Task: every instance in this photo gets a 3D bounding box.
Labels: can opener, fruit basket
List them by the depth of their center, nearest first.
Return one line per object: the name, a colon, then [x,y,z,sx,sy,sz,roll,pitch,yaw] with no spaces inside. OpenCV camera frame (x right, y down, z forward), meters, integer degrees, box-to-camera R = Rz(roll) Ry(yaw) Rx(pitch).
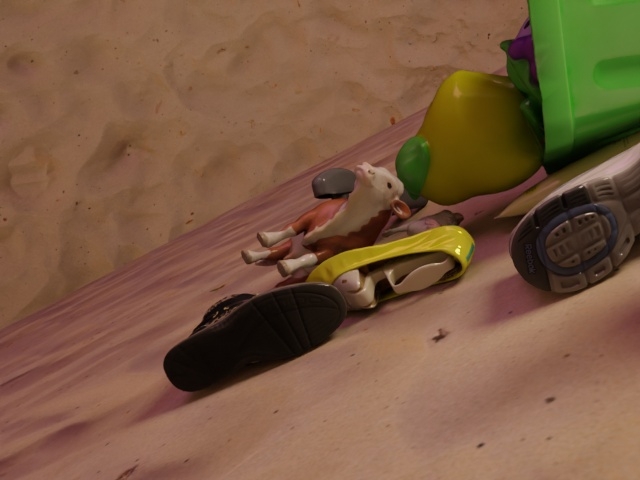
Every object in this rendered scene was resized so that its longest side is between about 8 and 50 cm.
fruit basket: [0.271,-0.200,0.961,0.392,0.282,0.392,-5,-1,0]
can opener: [0.093,-0.077,1.189,0.074,0.093,0.280,-17,-7,33]

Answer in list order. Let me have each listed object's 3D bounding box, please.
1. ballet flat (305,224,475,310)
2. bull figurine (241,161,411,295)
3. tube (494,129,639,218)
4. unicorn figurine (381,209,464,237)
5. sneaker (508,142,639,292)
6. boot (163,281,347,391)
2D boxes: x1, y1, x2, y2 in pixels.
ballet flat: [0.078,0.044,0.878,0.231,0.077,0.077,-20,29,21]
bull figurine: [0.000,0.000,1.010,0.189,0.101,0.310,-20,-15,-22]
tube: [0.335,-0.081,0.896,0.240,0.070,0.062,-24,51,31]
unicorn figurine: [0.144,-0.009,0.987,0.111,0.060,0.162,-21,14,46]
sneaker: [0.313,-0.055,0.710,0.297,0.111,0.129,-25,5,3]
boot: [-0.076,0.098,0.929,0.237,0.085,0.178,-25,9,9]
